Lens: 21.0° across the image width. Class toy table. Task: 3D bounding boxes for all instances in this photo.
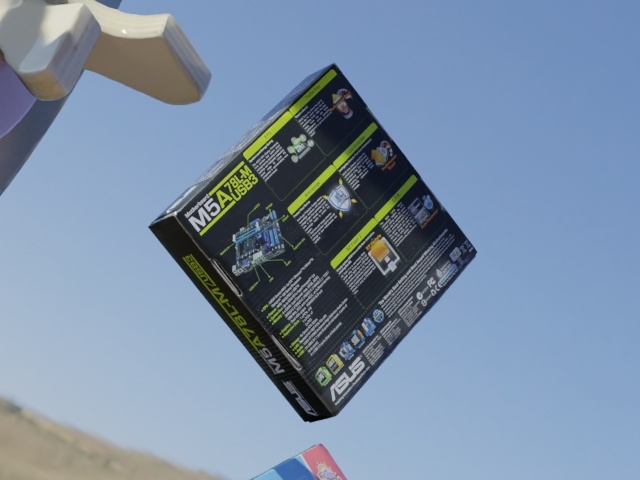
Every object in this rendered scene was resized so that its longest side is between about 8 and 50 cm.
[{"bbox_3d":[-0.204,-0.188,1.243,0.161,0.274,0.252,-9,-35,30],"label":"toy table"}]

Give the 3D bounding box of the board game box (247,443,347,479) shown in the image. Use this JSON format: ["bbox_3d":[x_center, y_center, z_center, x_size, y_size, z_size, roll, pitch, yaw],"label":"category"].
[{"bbox_3d":[-0.131,0.275,1.276,0.064,0.316,0.242,55,10,7],"label":"board game box"}]

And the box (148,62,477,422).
[{"bbox_3d":[0.000,0.000,1.230,0.184,0.190,0.045,50,-34,-11],"label":"box"}]

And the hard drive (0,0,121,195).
[{"bbox_3d":[-0.280,-0.180,1.472,0.172,0.254,0.054,34,6,18],"label":"hard drive"}]
